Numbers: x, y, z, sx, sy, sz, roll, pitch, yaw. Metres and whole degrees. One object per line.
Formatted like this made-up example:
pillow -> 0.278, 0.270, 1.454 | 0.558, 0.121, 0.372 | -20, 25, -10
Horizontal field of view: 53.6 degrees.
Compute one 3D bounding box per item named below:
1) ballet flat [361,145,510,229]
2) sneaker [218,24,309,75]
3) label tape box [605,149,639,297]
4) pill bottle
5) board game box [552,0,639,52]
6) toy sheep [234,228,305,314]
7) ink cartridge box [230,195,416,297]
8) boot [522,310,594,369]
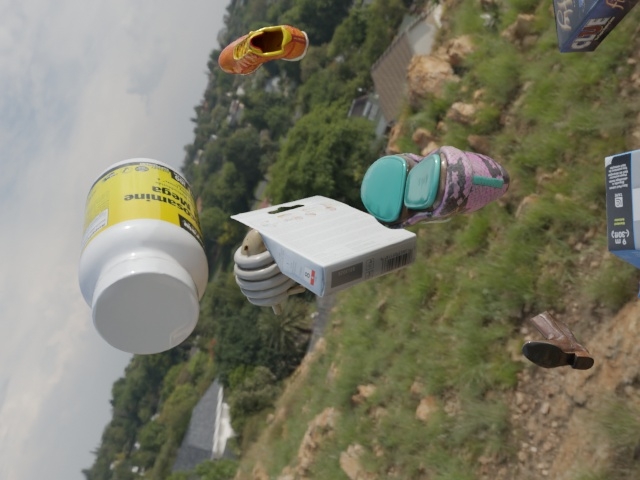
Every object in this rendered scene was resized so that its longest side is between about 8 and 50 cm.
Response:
ballet flat -> 0.102, -0.044, 0.584 | 0.221, 0.079, 0.076 | -174, 93, -77
sneaker -> -0.099, -0.295, 0.960 | 0.175, 0.067, 0.064 | -4, 86, 40
label tape box -> 0.783, -0.040, 1.442 | 0.249, 0.115, 0.347 | 171, 100, -71
pill bottle -> -0.276, 0.017, 0.991 | 0.187, 0.188, 0.334 | -67, 26, 24
board game box -> 0.283, -0.346, 0.659 | 0.165, 0.042, 0.243 | 92, 174, -80
toy sheep -> -0.069, 0.043, 0.837 | 0.091, 0.091, 0.132 | -107, 2, -68
ink cartridge box -> 0.000, 0.000, 0.751 | 0.179, 0.145, 0.045 | 24, 121, 46
boot -> 0.312, 0.132, 0.884 | 0.114, 0.107, 0.037 | -98, 27, -63
